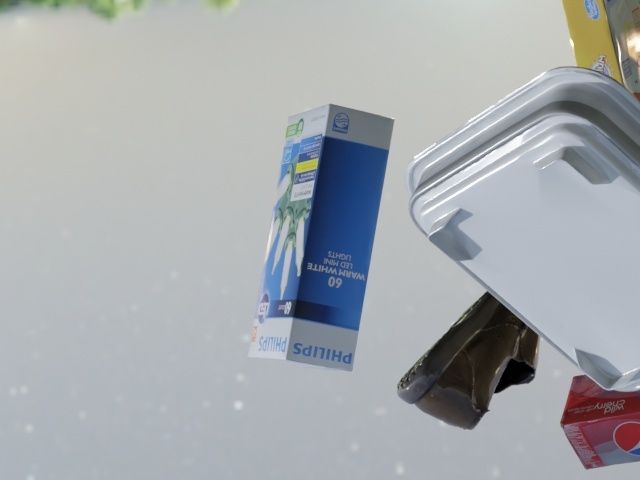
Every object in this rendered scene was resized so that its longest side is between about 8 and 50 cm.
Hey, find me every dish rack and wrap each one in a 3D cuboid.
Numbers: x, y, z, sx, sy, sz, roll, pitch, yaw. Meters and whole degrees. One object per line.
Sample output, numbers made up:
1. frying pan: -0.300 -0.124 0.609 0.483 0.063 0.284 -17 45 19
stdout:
1. dish rack: 0.252 0.013 1.618 0.285 0.333 0.072 -33 -157 48

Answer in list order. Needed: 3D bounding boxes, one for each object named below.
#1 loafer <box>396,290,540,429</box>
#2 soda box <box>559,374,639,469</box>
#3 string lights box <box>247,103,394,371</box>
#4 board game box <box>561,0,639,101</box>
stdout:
1. loafer: 0.239 0.149 2.438 0.366 0.130 0.134 -41 175 -43
2. soda box: 0.427 0.201 2.145 0.263 0.083 0.092 -14 -145 33
3. string lights box: 0.000 0.000 1.818 0.076 0.260 0.133 12 173 -19
4. board game box: 0.462 -0.244 2.651 0.064 0.316 0.242 -7 -166 31
